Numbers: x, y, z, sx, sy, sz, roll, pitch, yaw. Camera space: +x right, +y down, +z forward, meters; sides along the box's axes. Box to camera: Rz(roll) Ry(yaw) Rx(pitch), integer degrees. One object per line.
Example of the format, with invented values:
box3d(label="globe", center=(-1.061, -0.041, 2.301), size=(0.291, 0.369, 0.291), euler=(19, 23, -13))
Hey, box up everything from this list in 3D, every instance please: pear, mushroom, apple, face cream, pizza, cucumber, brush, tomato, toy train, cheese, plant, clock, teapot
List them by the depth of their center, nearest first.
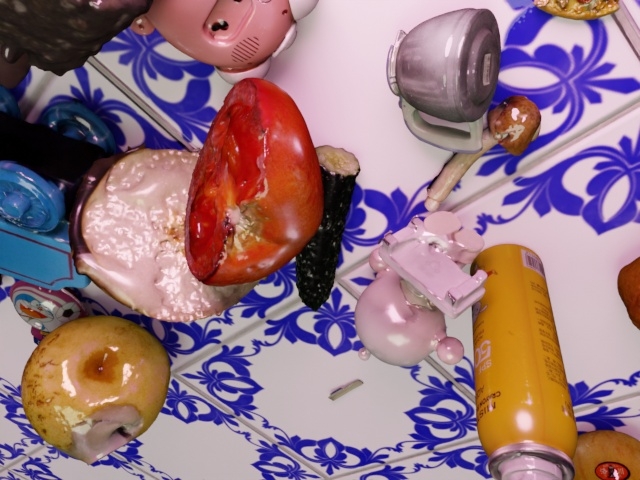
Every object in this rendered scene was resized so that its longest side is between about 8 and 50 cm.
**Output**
box3d(label="plant", center=(-0.291, -0.259, 0.471), size=(0.320, 0.182, 0.194), euler=(3, 160, 40))
box3d(label="pizza", center=(0.256, -0.253, 0.498), size=(0.083, 0.025, 0.078), euler=(7, 133, 9))
box3d(label="clock", center=(-0.095, -0.244, 0.534), size=(0.162, 0.093, 0.166), euler=(19, 135, -32))
box3d(label="teapot", center=(0.133, -0.177, 0.556), size=(0.108, 0.111, 0.149), euler=(17, 169, 35))
box3d(label="tomato", center=(-0.066, -0.059, 0.599), size=(0.139, 0.200, 0.233), euler=(13, 127, -32))
box3d(label="face cream", center=(0.241, 0.152, 0.627), size=(0.105, 0.349, 0.105), euler=(7, 131, 8))
box3d(label="mushroom", center=(0.194, -0.100, 0.628), size=(0.061, 0.060, 0.187), euler=(17, 142, -21))
box3d(label="toy train", center=(-0.442, -0.076, 0.720), size=(0.300, 0.188, 0.265), euler=(19, 136, -4))
box3d(label="pear", center=(-0.209, 0.012, 0.727), size=(0.267, 0.267, 0.178), euler=(29, 149, -11))
box3d(label="cucumber", center=(-0.002, -0.001, 0.744), size=(0.072, 0.072, 0.300), euler=(13, 131, 3))
box3d(label="apple", center=(0.522, 0.435, 0.925), size=(0.182, 0.155, 0.182), euler=(5, 131, 6))
box3d(label="pear", center=(-0.414, 0.268, 0.959), size=(0.271, 0.271, 0.271), euler=(7, 131, 8))
box3d(label="cheese", center=(-0.534, 0.152, 1.011), size=(0.155, 0.062, 0.244), euler=(21, 132, -6))
box3d(label="brush", center=(0.050, 0.295, 1.020), size=(0.083, 0.013, 0.016), euler=(-37, 118, 27))

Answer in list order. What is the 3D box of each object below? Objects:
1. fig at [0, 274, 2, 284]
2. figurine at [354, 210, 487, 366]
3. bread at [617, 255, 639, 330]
box3d(label="fig", center=(-0.654, 0.079, 0.940), size=(0.128, 0.150, 0.128), euler=(-15, 158, -6))
box3d(label="figurine", center=(0.126, 0.095, 0.717), size=(0.182, 0.144, 0.257), euler=(29, 136, 13))
box3d(label="bread", center=(0.499, 0.063, 0.633), size=(0.232, 0.135, 0.246), euler=(44, 129, -6))
